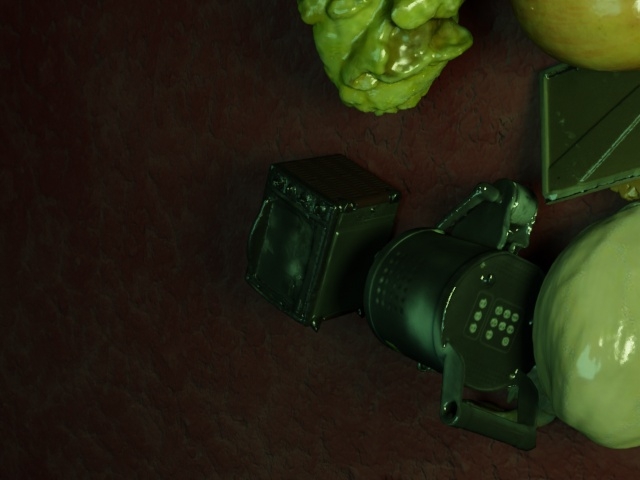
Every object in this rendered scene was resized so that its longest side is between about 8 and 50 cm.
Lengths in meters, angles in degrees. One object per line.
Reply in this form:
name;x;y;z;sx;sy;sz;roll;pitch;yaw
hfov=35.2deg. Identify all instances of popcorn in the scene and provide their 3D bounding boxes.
popcorn;0.100;-0.317;1.519;0.242;0.235;0.250;54;166;34

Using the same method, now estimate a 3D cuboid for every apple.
apple;0.361;-0.323;1.226;0.241;0.242;0.242;36;125;55

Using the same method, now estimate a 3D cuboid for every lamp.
lamp;0.193;0.105;1.489;0.272;0.205;0.374;-13;60;54

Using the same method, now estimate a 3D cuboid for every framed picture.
framed picture;0.406;-0.175;1.325;0.281;0.019;0.209;-16;64;46

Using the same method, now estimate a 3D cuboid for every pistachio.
pistachio;0.396;0.108;1.336;0.226;0.208;0.331;5;87;33

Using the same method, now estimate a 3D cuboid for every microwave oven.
microwave oven;0.000;-0.001;1.698;0.178;0.188;0.247;33;121;34

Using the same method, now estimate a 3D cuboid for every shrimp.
shrimp;0.274;0.231;1.585;0.254;0.059;0.145;-12;101;40

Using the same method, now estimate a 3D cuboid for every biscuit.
biscuit;0.447;-0.115;1.311;0.170;0.050;0.170;-21;61;44
